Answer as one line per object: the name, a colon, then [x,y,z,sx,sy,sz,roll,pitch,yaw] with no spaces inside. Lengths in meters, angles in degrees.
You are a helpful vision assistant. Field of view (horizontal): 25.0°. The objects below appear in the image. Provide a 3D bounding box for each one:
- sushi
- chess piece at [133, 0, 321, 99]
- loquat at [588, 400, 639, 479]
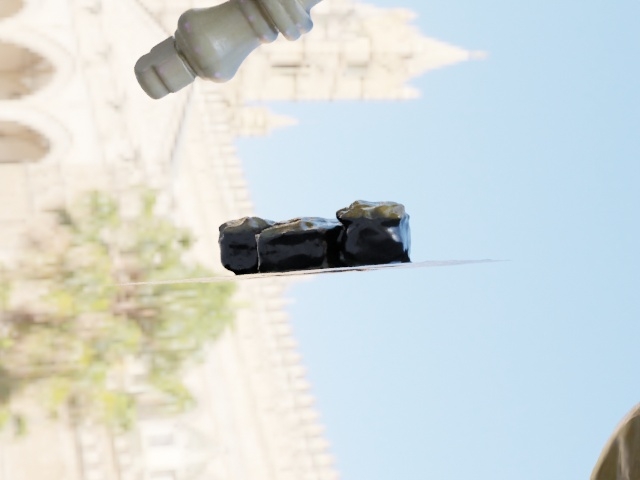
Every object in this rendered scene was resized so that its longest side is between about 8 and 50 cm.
sushi: [0.000,0.000,1.211,0.292,0.294,0.059,1,85,-71]
chess piece: [-0.051,-0.289,1.756,0.117,0.397,0.117,57,7,-10]
loquat: [0.286,0.181,0.911,0.244,0.244,0.244,178,-90,-72]
